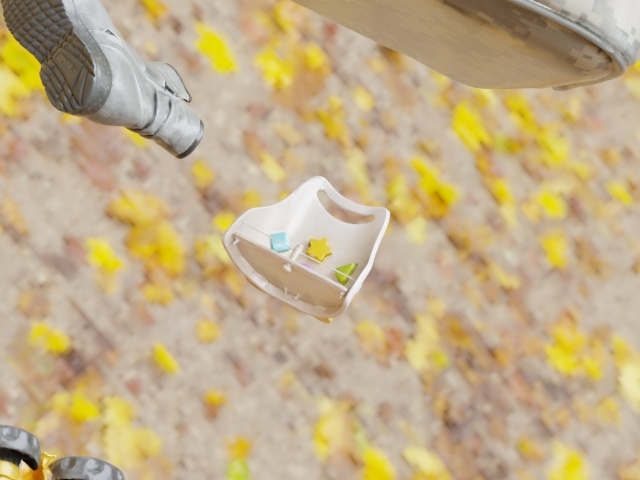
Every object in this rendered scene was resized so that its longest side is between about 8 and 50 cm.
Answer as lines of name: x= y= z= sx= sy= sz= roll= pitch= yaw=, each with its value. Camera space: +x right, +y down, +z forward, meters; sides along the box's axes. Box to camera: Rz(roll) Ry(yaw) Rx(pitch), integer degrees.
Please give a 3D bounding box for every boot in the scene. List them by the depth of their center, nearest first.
boot: x=-0.209 y=-0.182 z=1.880 sx=0.161 sy=0.083 sz=0.246 roll=23 pitch=33 yaw=-46

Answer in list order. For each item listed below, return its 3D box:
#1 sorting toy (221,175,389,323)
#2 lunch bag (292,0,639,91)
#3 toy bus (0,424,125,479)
sorting toy: x=0.000 y=0.000 z=1.106 sx=0.083 sy=0.045 sz=0.075 roll=27 pitch=64 yaw=19
lunch bag: x=0.083 y=-0.225 z=0.951 sx=0.212 sy=0.256 sz=0.305 roll=27 pitch=-1 yaw=-6
toy bus: x=-0.306 y=0.280 z=1.849 sx=0.220 sy=0.211 sz=0.149 roll=28 pitch=57 yaw=-34
